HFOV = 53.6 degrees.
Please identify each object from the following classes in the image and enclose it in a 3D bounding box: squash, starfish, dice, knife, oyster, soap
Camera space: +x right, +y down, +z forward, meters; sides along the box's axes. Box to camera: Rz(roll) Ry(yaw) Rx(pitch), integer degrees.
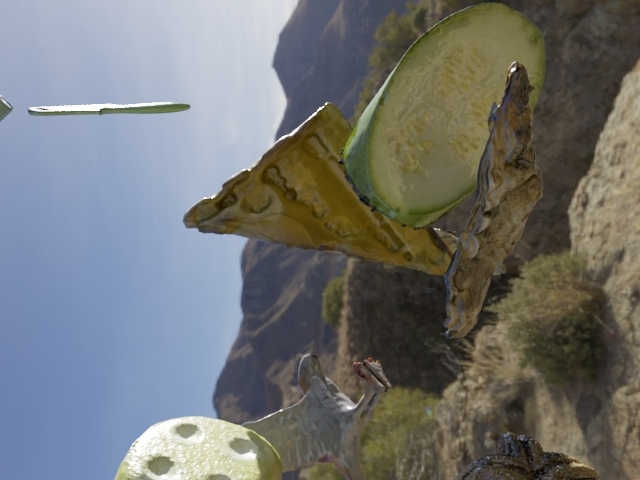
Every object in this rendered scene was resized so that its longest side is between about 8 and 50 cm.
[{"bbox_3d":[0.164,-0.160,0.823,0.260,0.189,0.189,-49,24,41],"label":"squash"},{"bbox_3d":[0.234,0.286,0.674,0.146,0.190,0.074,-32,-54,-35],"label":"starfish"},{"bbox_3d":[-0.148,0.326,0.755,0.166,0.169,0.169,-49,-30,-69],"label":"dice"},{"bbox_3d":[-0.394,-0.248,1.195,0.043,0.293,0.019,-122,30,-57],"label":"knife"},{"bbox_3d":[0.187,-0.025,0.694,0.129,0.079,0.345,-39,-36,-46],"label":"oyster"},{"bbox_3d":[0.000,0.000,1.042,0.338,0.304,0.169,51,178,-2],"label":"soap"},{"bbox_3d":[0.249,0.018,1.214,0.133,0.209,0.072,27,-96,-80],"label":"oyster"}]

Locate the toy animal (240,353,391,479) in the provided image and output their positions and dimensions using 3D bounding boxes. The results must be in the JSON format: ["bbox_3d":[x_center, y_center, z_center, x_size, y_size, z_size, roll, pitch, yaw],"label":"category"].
[{"bbox_3d":[0.026,0.329,0.950,0.302,0.284,0.225,-58,-27,3],"label":"toy animal"}]

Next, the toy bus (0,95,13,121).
[{"bbox_3d":[-0.374,-0.134,0.523,0.128,0.147,0.256,-46,9,-7],"label":"toy bus"}]
